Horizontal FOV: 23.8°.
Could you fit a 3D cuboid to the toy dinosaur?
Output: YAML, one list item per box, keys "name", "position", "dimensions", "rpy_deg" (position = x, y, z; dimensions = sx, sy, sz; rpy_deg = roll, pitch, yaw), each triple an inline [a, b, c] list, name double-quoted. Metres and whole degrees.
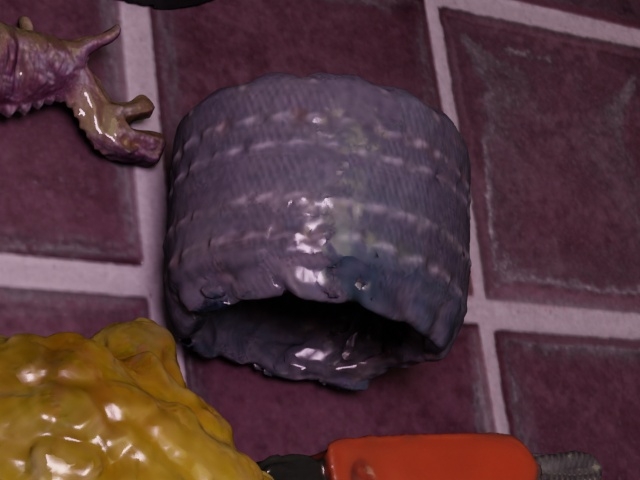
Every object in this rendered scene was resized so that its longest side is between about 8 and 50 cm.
- name: "toy dinosaur"
  position: [-0.226, -0.103, 1.046]
  dimensions: [0.251, 0.072, 0.200]
  rpy_deg: [-22, 93, -50]

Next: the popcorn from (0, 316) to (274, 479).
- name: "popcorn"
  position: [-0.131, 0.132, 0.921]
  dimensions: [0.200, 0.226, 0.203]
  rpy_deg: [78, 28, -43]

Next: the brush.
- name: "brush"
  position: [0.086, 0.186, 1.151]
  dimensions: [0.323, 0.051, 0.070]
  rpy_deg: [2, 62, -32]

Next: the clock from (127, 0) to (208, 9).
- name: "clock"
  position: [-0.146, -0.318, 1.209]
  dimensions: [0.280, 0.055, 0.281]
  rpy_deg: [15, 61, -29]

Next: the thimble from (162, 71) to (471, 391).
- name: "thimble"
  position: [0.000, 0.000, 1.081]
  dimensions: [0.236, 0.205, 0.172]
  rpy_deg: [35, 53, -55]
